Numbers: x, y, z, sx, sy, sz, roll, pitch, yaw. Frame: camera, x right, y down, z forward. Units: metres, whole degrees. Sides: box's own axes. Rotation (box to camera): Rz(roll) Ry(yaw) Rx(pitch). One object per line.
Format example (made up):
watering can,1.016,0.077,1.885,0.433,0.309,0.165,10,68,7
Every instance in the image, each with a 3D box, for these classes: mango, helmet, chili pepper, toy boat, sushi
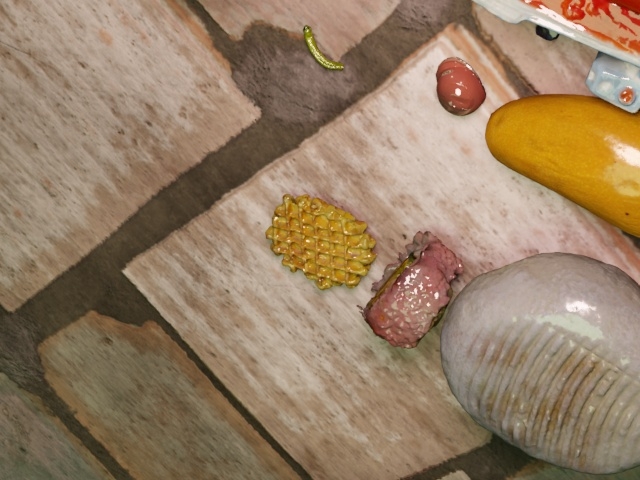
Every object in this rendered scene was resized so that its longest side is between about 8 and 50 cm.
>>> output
mango,0.377,-0.098,1.591,0.359,0.144,0.187,24,164,18
helmet,0.185,-0.204,1.697,0.065,0.049,0.084,-25,109,42
chili pepper,0.000,-0.273,1.775,0.030,0.017,0.083,-26,108,39
toy boat,0.320,-0.260,1.505,0.332,0.145,0.133,27,126,5
sushi,0.125,0.102,1.887,0.107,0.161,0.241,38,133,-2

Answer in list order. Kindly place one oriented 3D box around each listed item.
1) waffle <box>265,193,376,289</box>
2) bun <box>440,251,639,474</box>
waffle,0.001,0.004,1.972,0.191,0.038,0.191,16,130,20
bun,0.355,0.166,1.769,0.362,0.211,0.361,15,127,21
